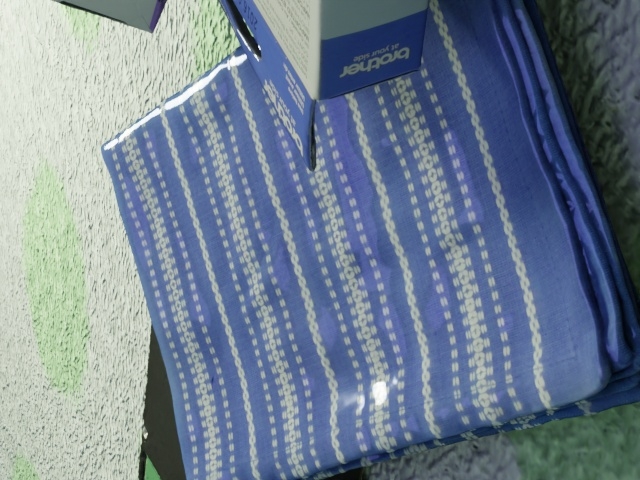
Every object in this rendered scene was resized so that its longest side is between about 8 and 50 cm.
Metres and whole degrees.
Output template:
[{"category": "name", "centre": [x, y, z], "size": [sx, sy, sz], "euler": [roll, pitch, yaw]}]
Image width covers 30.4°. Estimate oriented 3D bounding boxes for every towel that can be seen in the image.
[{"category": "towel", "centre": [0.000, 0.000, 0.613], "size": [0.336, 0.040, 0.243], "euler": [-26, 77, 45]}]

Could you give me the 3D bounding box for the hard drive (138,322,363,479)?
[{"category": "hard drive", "centre": [-0.054, 0.134, 0.827], "size": [0.237, 0.064, 0.339], "euler": [44, 133, 50]}]

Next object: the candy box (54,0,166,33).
[{"category": "candy box", "centre": [-0.100, -0.237, 0.714], "size": [0.196, 0.070, 0.165], "euler": [-91, 20, -64]}]

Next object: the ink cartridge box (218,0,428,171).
[{"category": "ink cartridge box", "centre": [-0.013, -0.195, 0.483], "size": [0.311, 0.065, 0.186], "euler": [95, 152, -53]}]
